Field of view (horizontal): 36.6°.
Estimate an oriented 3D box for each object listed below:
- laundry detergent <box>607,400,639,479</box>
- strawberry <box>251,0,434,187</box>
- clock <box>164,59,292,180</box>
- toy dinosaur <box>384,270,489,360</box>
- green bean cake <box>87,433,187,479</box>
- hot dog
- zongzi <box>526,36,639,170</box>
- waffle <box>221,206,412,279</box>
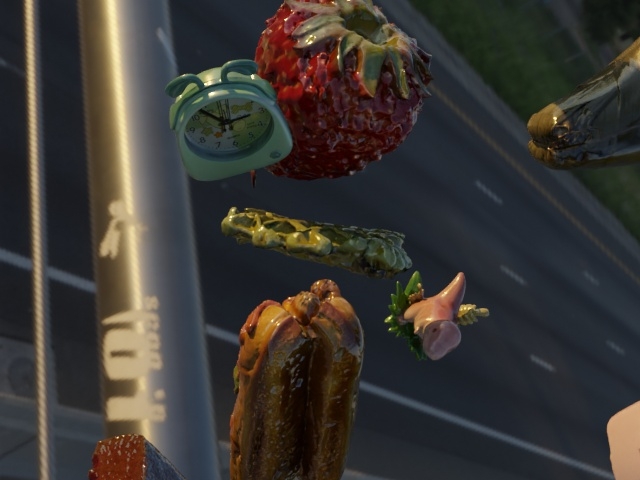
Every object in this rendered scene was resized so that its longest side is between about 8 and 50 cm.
[{"bbox_3d":[0.505,0.229,1.127,0.088,0.335,0.159,9,62,-47],"label":"laundry detergent"},{"bbox_3d":[-0.002,-0.201,1.457,0.292,0.343,0.292,21,41,-19],"label":"strawberry"},{"bbox_3d":[-0.120,-0.161,1.250,0.188,0.148,0.060,77,-1,-55],"label":"clock"},{"bbox_3d":[0.199,0.130,1.715,0.194,0.177,0.152,-41,98,-30],"label":"toy dinosaur"},{"bbox_3d":[-0.262,0.429,1.413,0.198,0.097,0.232,53,24,-35],"label":"green bean cake"},{"bbox_3d":[-0.036,0.187,1.164,0.117,0.158,0.349,-119,-156,-42],"label":"hot dog"},{"bbox_3d":[0.461,-0.257,1.478,0.145,0.274,0.300,-135,-136,-57],"label":"zongzi"},{"bbox_3d":[0.000,0.000,1.536,0.317,0.297,0.073,-7,108,-81],"label":"waffle"}]
